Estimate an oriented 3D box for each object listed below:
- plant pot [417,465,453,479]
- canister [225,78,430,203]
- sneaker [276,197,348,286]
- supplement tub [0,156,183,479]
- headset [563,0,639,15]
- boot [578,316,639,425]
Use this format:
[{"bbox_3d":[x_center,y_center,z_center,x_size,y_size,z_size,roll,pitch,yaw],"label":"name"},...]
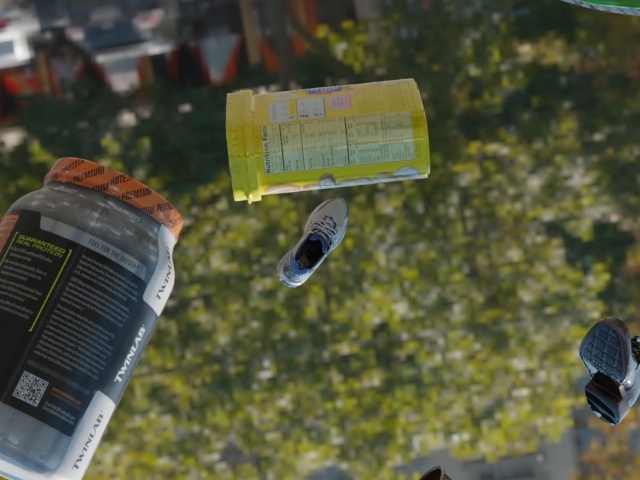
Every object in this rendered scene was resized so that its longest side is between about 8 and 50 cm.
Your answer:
[{"bbox_3d":[0.205,0.472,2.628,0.167,0.165,0.167,-51,-174,8],"label":"plant pot"},{"bbox_3d":[0.006,-0.090,1.450,0.170,0.073,0.126,-6,-155,0],"label":"canister"},{"bbox_3d":[0.000,0.000,2.090,0.135,0.052,0.058,-58,-172,-22],"label":"sneaker"},{"bbox_3d":[-0.275,0.086,1.711,0.194,0.316,0.193,23,164,7],"label":"supplement tub"},{"bbox_3d":[0.084,-0.237,1.237,0.394,0.185,0.243,22,179,-6],"label":"headset"},{"bbox_3d":[0.411,0.149,2.240,0.082,0.219,0.106,35,-117,28],"label":"boot"}]
